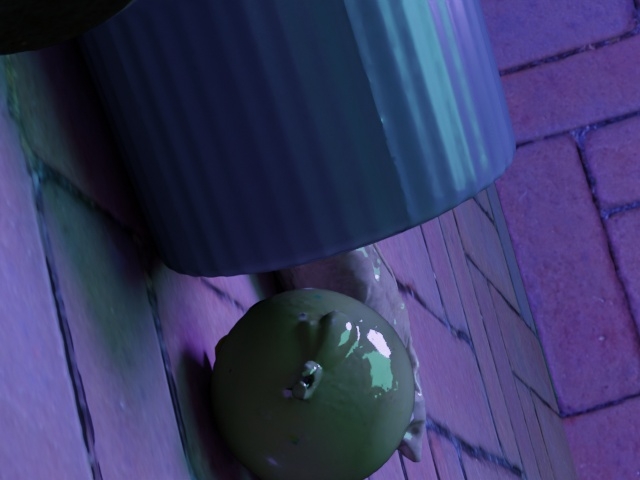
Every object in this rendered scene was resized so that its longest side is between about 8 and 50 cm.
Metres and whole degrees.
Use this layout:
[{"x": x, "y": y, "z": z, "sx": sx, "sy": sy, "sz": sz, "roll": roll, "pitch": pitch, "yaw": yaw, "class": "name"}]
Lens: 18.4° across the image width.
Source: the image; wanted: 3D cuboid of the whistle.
[{"x": -0.013, "y": 0.102, "z": 1.343, "sx": 0.294, "sy": 0.141, "sz": 0.141, "roll": 141, "pitch": -68, "yaw": -81, "class": "whistle"}]

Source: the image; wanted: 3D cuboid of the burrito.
[{"x": 0.000, "y": 0.000, "z": 1.548, "sx": 0.117, "sy": 0.076, "sz": 0.392, "roll": 18, "pitch": -46, "yaw": 52, "class": "burrito"}]

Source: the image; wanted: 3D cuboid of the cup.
[{"x": -0.058, "y": -0.156, "z": 1.253, "sx": 0.257, "sy": 0.331, "sz": 0.311, "roll": -31, "pitch": 109, "yaw": -44, "class": "cup"}]

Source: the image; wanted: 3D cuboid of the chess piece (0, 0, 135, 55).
[{"x": -0.184, "y": -0.237, "z": 1.007, "sx": 0.272, "sy": 0.139, "sz": 0.139, "roll": 64, "pitch": 7, "yaw": 23, "class": "chess piece"}]
